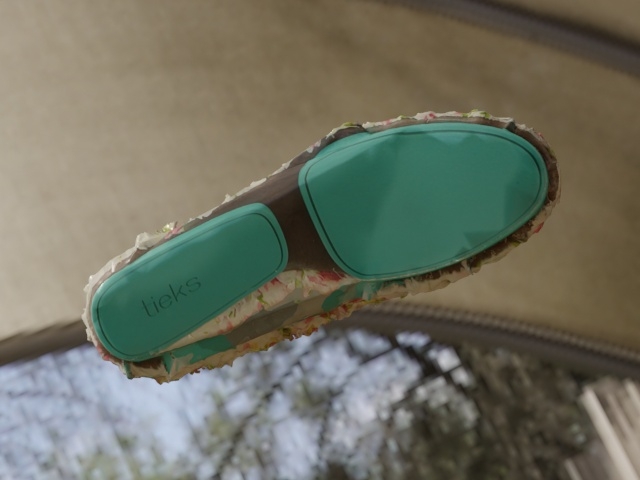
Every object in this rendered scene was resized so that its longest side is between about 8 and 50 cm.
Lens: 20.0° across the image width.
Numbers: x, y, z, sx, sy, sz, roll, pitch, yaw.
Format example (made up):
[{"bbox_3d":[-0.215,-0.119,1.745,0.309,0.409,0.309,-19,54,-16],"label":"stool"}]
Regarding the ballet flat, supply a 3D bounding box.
[{"bbox_3d":[0.000,0.000,0.864,0.241,0.091,0.077,-19,-7,12],"label":"ballet flat"}]
